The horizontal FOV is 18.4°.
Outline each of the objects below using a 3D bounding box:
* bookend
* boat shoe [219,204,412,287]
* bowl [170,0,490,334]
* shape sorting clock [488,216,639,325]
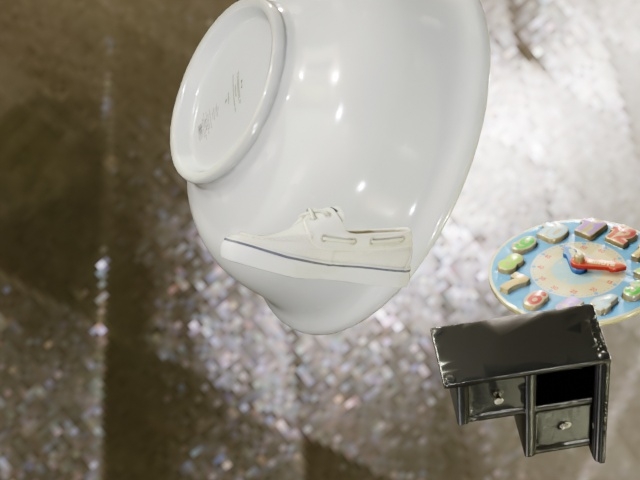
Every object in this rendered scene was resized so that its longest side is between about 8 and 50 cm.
[{"bbox_3d":[0.188,0.147,1.872,0.156,0.157,0.072,85,-5,-46],"label":"bookend"},{"bbox_3d":[0.000,0.000,0.929,0.100,0.035,0.035,7,6,-26],"label":"boat shoe"},{"bbox_3d":[-0.017,-0.090,1.447,0.134,0.298,0.298,21,40,-29],"label":"bowl"},{"bbox_3d":[0.295,0.033,2.264,0.206,0.206,0.040,-70,160,-57],"label":"shape sorting clock"}]
